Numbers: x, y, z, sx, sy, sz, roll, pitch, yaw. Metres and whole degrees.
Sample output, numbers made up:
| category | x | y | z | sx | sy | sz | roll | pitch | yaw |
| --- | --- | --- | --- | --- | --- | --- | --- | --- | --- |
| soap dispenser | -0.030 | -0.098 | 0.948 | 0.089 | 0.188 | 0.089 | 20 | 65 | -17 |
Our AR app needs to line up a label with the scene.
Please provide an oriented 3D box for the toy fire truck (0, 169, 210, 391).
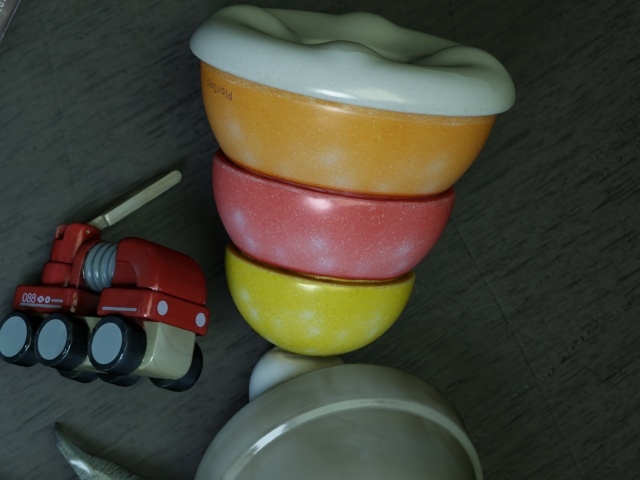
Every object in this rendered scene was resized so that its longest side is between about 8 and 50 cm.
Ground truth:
| category | x | y | z | sx | sy | sz | roll | pitch | yaw |
| --- | --- | --- | --- | --- | --- | --- | --- | --- | --- |
| toy fire truck | -0.202 | 0.028 | 1.884 | 0.158 | 0.217 | 0.246 | 22 | 74 | -48 |

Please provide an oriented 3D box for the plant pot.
| category | x | y | z | sx | sy | sz | roll | pitch | yaw |
| --- | --- | --- | --- | --- | --- | --- | --- | --- | --- |
| plant pot | 0.050 | 0.336 | 1.864 | 0.323 | 0.280 | 0.323 | -8 | 121 | -14 |

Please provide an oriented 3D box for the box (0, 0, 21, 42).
| category | x | y | z | sx | sy | sz | roll | pitch | yaw |
| --- | --- | --- | --- | --- | --- | --- | --- | --- | --- |
| box | -0.375 | -0.271 | 1.825 | 0.143 | 0.191 | 0.381 | 26 | 79 | -19 |

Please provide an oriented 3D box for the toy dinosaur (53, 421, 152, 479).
| category | x | y | z | sx | sy | sz | roll | pitch | yaw |
| --- | --- | --- | --- | --- | --- | --- | --- | --- | --- |
| toy dinosaur | -0.200 | 0.325 | 1.892 | 0.160 | 0.313 | 0.121 | -16 | 139 | -21 |

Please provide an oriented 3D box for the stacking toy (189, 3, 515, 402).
| category | x | y | z | sx | sy | sz | roll | pitch | yaw |
| --- | --- | --- | --- | --- | --- | --- | --- | --- | --- |
| stacking toy | 0.000 | 0.000 | 1.953 | 0.350 | 0.350 | 0.480 | 5 | 106 | -21 |
